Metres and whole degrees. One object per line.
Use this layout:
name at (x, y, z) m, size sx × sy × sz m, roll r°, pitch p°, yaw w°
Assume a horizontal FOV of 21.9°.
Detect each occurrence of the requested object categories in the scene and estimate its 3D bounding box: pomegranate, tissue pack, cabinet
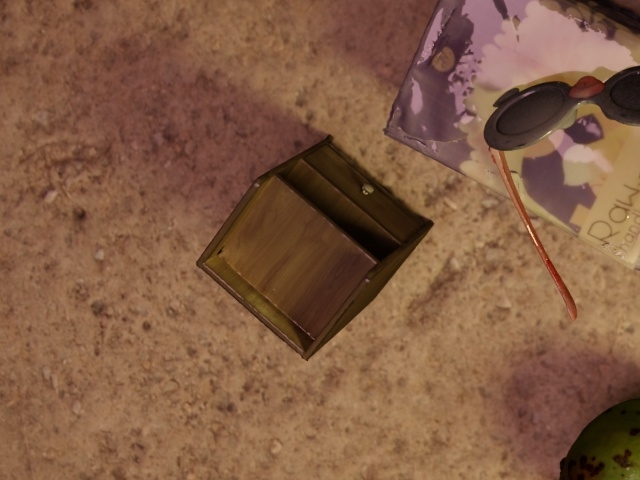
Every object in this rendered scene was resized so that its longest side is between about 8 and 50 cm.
pomegranate at (0.393, 0.285, 1.886) m, size 0.248 × 0.202 × 0.202 m, roll 10°, pitch 112°, yaw 22°
tissue pack at (0.271, -0.151, 1.818) m, size 0.344 × 0.125 × 0.242 m, roll 29°, pitch 116°, yaw 10°
cabinet at (0.000, 0.000, 1.944) m, size 0.175 × 0.215 × 0.148 m, roll 41°, pitch 118°, yaw 7°

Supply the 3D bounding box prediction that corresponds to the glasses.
glasses at (0.312, -0.053, 1.745) m, size 0.234 × 0.118 × 0.268 m, roll -9°, pitch 125°, yaw 22°
